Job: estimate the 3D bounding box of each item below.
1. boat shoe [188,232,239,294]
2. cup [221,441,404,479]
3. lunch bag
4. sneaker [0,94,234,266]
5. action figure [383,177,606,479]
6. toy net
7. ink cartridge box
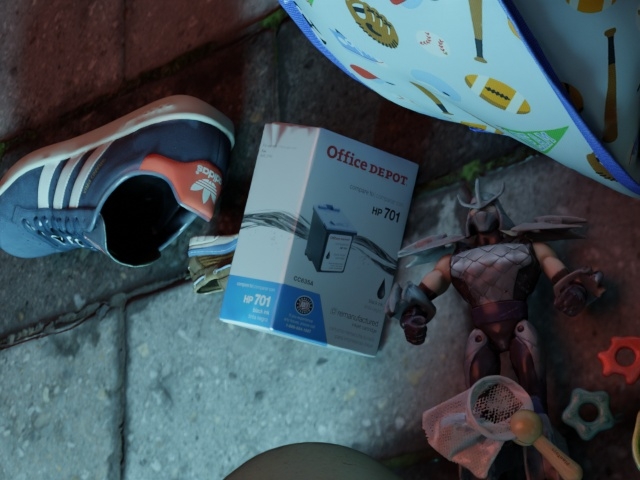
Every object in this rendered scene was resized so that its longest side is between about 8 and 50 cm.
[{"bbox_3d":[-0.068,0.028,1.778,0.183,0.066,0.066,-5,79,55],"label":"boat shoe"},{"bbox_3d":[-0.007,0.305,1.472,0.331,0.331,0.237,-46,25,26],"label":"cup"},{"bbox_3d":[0.145,-0.205,1.416,0.239,0.385,0.328,-49,40,-14],"label":"lunch bag"},{"bbox_3d":[-0.238,-0.027,1.907,0.350,0.131,0.148,-26,49,38],"label":"sneaker"},{"bbox_3d":[0.154,0.084,1.491,0.185,0.099,0.285,-12,77,24],"label":"action figure"},{"bbox_3d":[0.195,0.131,1.394,0.232,0.045,0.122,2,78,9],"label":"toy net"},{"bbox_3d":[0.000,0.000,1.653,0.082,0.139,0.191,10,85,48],"label":"ink cartridge box"}]
